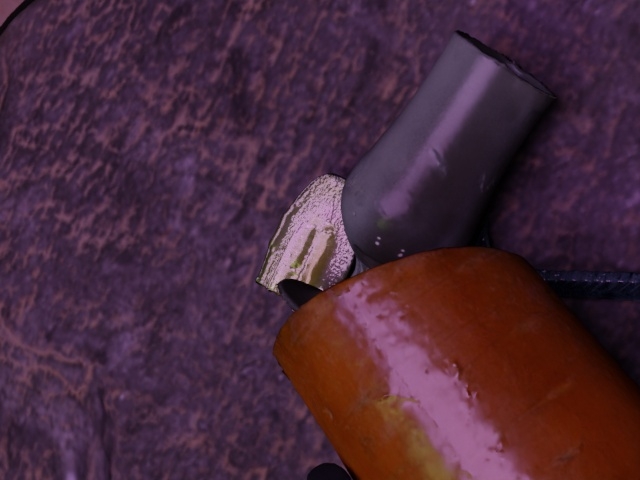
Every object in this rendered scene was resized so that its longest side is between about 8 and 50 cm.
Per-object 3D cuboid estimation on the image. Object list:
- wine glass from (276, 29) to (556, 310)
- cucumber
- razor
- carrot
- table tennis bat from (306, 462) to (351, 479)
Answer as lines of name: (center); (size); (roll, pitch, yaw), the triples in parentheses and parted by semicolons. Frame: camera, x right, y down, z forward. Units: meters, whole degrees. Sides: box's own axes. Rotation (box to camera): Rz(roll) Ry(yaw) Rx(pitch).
wine glass: (0.072, -0.033, 1.186); (0.103, 0.103, 0.231); (40, 102, 27)
cucumber: (0.000, 0.000, 1.271); (0.067, 0.035, 0.107); (28, 102, 10)
razor: (0.189, 0.027, 1.160); (0.190, 0.033, 0.066); (6, 50, 29)
carrot: (0.141, 0.157, 1.088); (0.331, 0.214, 0.193); (54, 130, 20)
table tennis bat: (0.036, 0.227, 1.148); (0.027, 0.236, 0.150); (-38, 50, -12)
